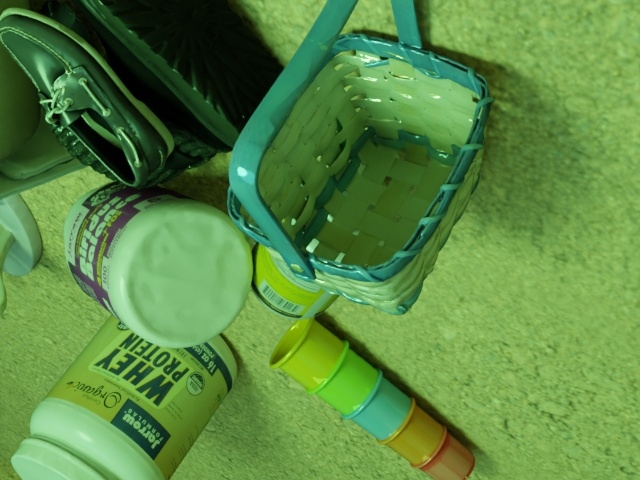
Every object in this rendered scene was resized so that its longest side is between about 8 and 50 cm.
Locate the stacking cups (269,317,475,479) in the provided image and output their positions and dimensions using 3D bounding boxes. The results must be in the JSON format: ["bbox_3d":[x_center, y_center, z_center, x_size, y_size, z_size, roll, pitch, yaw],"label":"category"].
[{"bbox_3d":[0.081,0.227,1.350,0.316,0.096,0.096,38,147,-8],"label":"stacking cups"}]

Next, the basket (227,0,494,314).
[{"bbox_3d":[0.028,-0.078,0.855,0.201,0.255,0.289,22,157,22],"label":"basket"}]

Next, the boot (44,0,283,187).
[{"bbox_3d":[-0.212,-0.197,1.026,0.260,0.131,0.348,-6,130,45],"label":"boot"}]

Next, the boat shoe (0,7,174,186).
[{"bbox_3d":[-0.230,-0.134,0.944,0.206,0.065,0.075,43,145,-23],"label":"boat shoe"}]

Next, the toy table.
[{"bbox_3d":[-0.563,0.009,1.575,0.252,0.161,0.274,19,143,23],"label":"toy table"}]

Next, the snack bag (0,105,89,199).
[{"bbox_3d":[-0.477,-0.142,1.174,0.323,0.342,0.037,30,116,10],"label":"snack bag"}]

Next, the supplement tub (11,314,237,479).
[{"bbox_3d":[-0.297,0.264,1.519,0.228,0.316,0.228,23,146,17],"label":"supplement tub"}]

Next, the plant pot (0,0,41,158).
[{"bbox_3d":[-0.418,-0.260,1.060,0.256,0.256,0.274,28,128,10],"label":"plant pot"}]

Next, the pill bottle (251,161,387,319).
[{"bbox_3d":[0.000,0.000,1.103,0.117,0.117,0.215,36,147,-2],"label":"pill bottle"}]

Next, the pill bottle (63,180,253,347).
[{"bbox_3d":[-0.217,0.014,1.216,0.169,0.169,0.301,54,163,-27],"label":"pill bottle"}]

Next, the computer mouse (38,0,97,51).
[{"bbox_3d":[-0.289,-0.273,1.092,0.071,0.041,0.242,35,146,31],"label":"computer mouse"}]
